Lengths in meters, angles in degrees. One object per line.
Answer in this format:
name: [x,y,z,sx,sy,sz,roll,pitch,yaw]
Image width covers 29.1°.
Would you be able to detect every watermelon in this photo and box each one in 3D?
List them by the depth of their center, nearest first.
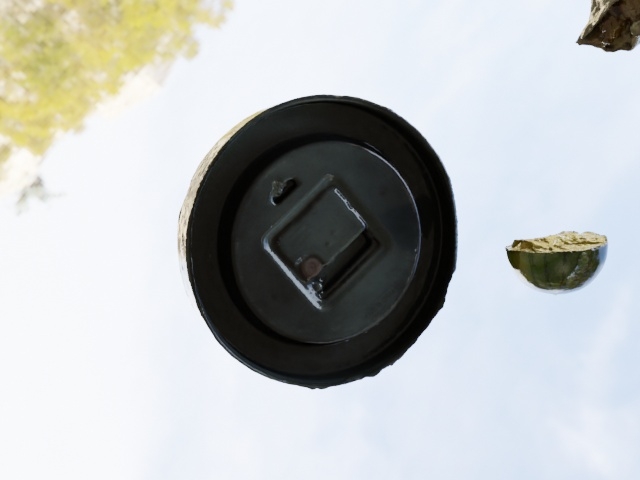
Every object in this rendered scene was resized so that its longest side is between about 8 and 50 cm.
watermelon: [0.242,0.024,1.263,0.105,0.105,0.062,14,-70,61]

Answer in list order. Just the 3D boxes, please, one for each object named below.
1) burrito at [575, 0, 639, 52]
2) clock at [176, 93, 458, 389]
burrito: [0.366,-0.357,1.250,0.117,0.076,0.392,6,-117,44]
clock: [0.000,0.000,1.369,0.325,0.325,0.067,-53,-158,-8]
